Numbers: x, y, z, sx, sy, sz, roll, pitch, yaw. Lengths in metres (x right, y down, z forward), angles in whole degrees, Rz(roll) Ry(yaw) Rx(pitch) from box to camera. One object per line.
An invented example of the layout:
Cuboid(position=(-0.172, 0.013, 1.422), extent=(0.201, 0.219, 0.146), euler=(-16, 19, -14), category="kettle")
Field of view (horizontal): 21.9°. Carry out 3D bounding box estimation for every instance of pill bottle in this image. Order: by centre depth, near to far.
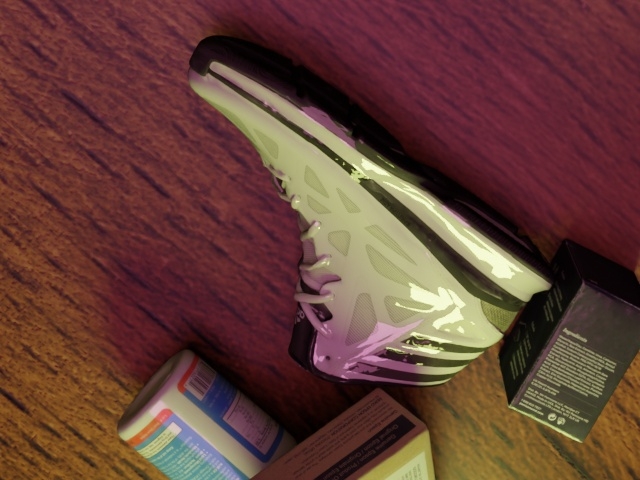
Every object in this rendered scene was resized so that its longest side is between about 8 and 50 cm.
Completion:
Cuboid(position=(-0.104, 0.233, 1.815), extent=(0.221, 0.124, 0.124), euler=(42, 104, -9), category="pill bottle")

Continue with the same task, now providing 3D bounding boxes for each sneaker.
Cuboid(position=(0.000, 0.001, 1.717), extent=(0.447, 0.169, 0.257), euler=(36, 103, -11), category="sneaker")

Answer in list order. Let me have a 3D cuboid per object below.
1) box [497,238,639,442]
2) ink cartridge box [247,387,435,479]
Cuboid(position=(0.268, 0.103, 1.744), extent=(0.093, 0.156, 0.158), euler=(26, 106, -6), category="box")
Cuboid(position=(0.030, 0.302, 1.761), extent=(0.193, 0.088, 0.235), euler=(-35, 138, -23), category="ink cartridge box")
